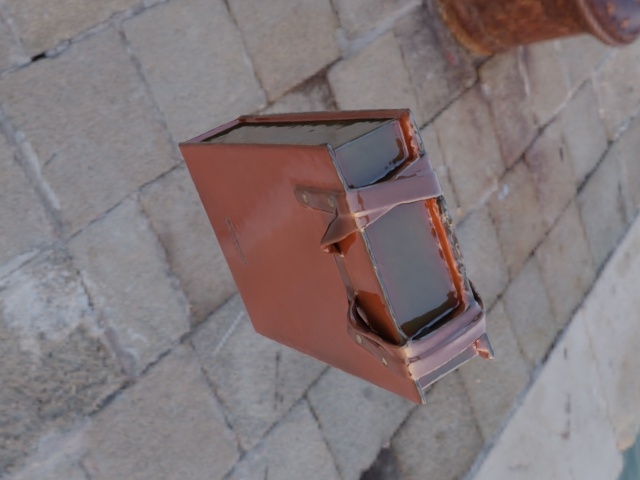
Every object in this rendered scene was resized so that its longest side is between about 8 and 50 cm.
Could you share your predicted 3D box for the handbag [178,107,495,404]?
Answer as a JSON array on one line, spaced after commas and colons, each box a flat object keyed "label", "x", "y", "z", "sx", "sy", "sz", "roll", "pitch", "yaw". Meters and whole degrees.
[{"label": "handbag", "x": 0.000, "y": 0.000, "z": 0.491, "sx": 0.062, "sy": 0.190, "sz": 0.127, "roll": -27, "pitch": 108, "yaw": -23}]
